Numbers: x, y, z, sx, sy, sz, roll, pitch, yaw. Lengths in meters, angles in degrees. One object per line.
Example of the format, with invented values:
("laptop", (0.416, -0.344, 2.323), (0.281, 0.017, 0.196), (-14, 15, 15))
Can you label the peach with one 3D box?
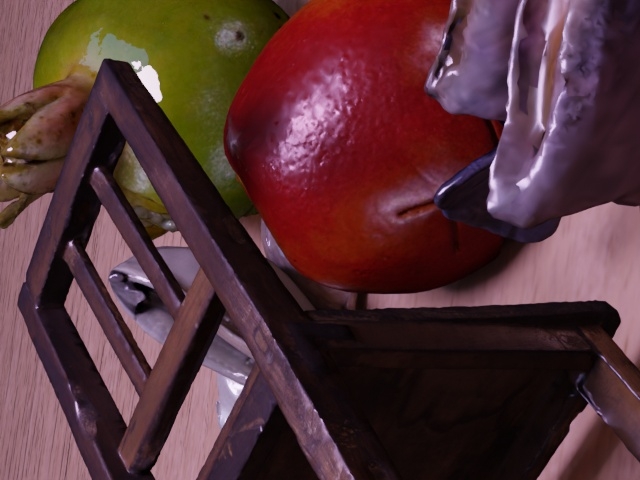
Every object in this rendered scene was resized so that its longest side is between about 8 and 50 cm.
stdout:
("peach", (0.059, -0.071, 0.835), (0.196, 0.226, 0.190), (58, -179, 2))

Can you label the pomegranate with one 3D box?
("pomegranate", (-0.145, -0.102, 1.041), (0.236, 0.302, 0.236), (12, 108, 40))

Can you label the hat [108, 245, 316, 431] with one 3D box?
("hat", (-0.006, 0.126, 0.913), (0.301, 0.168, 0.258), (16, 123, 38))

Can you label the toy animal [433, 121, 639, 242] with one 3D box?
("toy animal", (0.183, -0.055, 0.609), (0.298, 0.122, 0.185), (-4, 83, 50))

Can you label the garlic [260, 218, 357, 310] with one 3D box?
("garlic", (-0.007, -0.001, 0.995), (0.084, 0.066, 0.152), (-17, 66, 57))

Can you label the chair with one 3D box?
("chair", (0.029, 0.107, 0.684), (0.416, 0.240, 0.203), (58, 133, 43))

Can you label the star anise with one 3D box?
("star anise", (0.157, -0.139, 0.476), (0.331, 0.117, 0.332), (-44, 24, 26))
